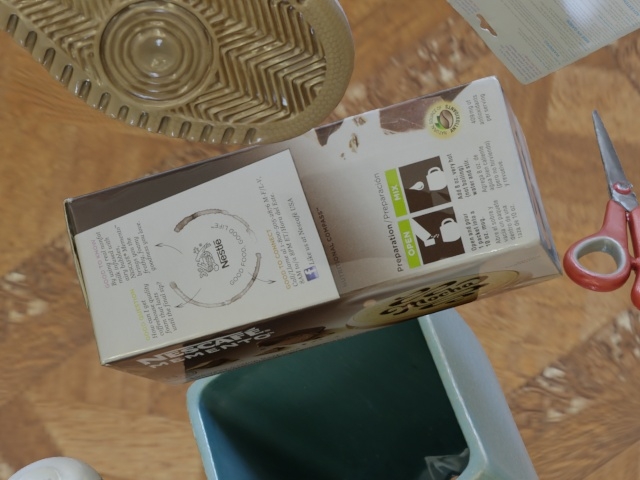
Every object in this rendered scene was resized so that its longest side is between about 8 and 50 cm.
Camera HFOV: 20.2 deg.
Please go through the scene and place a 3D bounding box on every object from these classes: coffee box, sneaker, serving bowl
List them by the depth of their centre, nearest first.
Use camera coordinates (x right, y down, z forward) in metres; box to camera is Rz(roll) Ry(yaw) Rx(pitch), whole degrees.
[{"bbox_3d":[-0.115,-0.142,0.732,0.282,0.153,0.099,23,114,-11],"label":"sneaker"},{"bbox_3d":[-0.184,0.172,1.189,0.083,0.083,0.027,-14,126,9],"label":"serving bowl"},{"bbox_3d":[0.000,0.000,1.216,0.297,0.168,0.119,-16,78,9],"label":"coffee box"}]

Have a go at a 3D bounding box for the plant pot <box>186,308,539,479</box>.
[{"bbox_3d":[0.073,0.208,1.589,0.247,0.252,0.248,-35,48,17],"label":"plant pot"}]

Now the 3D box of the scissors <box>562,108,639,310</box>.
[{"bbox_3d":[0.277,-0.028,1.589,0.109,0.297,0.021,14,124,4],"label":"scissors"}]

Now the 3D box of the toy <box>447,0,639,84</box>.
[{"bbox_3d":[0.218,-0.227,1.423,0.237,0.137,0.056,-23,34,38],"label":"toy"}]
